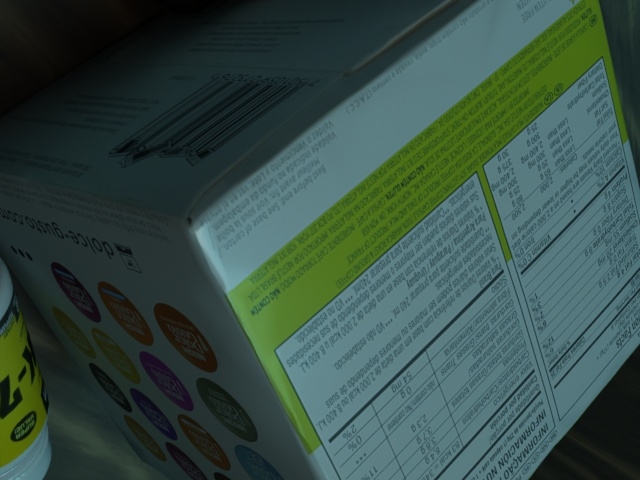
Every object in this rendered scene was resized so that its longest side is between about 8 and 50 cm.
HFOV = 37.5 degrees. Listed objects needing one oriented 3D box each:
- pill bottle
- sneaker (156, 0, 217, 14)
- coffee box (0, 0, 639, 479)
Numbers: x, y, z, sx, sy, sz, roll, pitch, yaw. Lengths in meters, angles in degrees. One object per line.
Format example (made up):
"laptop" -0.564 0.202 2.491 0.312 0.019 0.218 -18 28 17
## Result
"pill bottle" -0.275 0.109 0.719 0.119 0.119 0.208 -37 144 -33
"sneaker" -0.152 -0.185 0.583 0.447 0.169 0.257 -52 147 -16
"coffee box" 0.000 0.000 0.711 0.338 0.337 0.334 -41 124 -27
